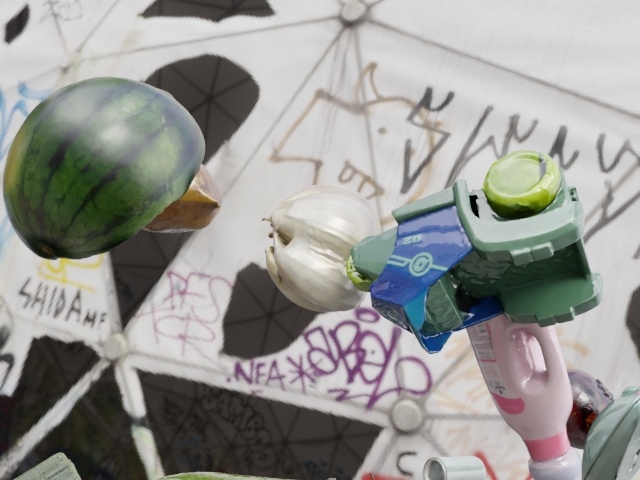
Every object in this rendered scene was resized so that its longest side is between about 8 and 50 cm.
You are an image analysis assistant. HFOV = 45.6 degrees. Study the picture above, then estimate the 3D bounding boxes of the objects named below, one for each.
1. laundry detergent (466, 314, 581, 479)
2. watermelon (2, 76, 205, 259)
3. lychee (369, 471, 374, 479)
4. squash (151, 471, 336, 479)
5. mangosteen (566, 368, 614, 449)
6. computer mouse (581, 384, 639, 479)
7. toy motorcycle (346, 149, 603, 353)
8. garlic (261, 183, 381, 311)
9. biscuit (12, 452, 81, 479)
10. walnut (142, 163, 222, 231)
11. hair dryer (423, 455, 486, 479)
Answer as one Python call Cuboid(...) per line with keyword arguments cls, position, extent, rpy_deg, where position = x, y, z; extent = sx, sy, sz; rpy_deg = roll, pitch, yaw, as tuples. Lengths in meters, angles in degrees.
Cuboid(cls="laundry detergent", position=(0.311, 0.204, 1.158), extent=(0.159, 0.088, 0.335), rpy_deg=(-17, -87, 58))
Cuboid(cls="watermelon", position=(-0.231, -0.094, 0.775), extent=(0.204, 0.232, 0.127), rpy_deg=(24, -24, 38))
Cuboid(cls="lychee", position=(0.167, 0.506, 1.432), extent=(0.101, 0.114, 0.140), rpy_deg=(6, -5, -27))
Cuboid(cls="squash", position=(-0.140, 0.395, 0.801), extent=(0.309, 0.310, 0.310), rpy_deg=(-3, -40, 27))
Cuboid(cls="mangosteen", position=(0.534, 0.374, 1.634), extent=(0.200, 0.200, 0.200), rpy_deg=(19, -30, 12))
Cuboid(cls="computer mouse", position=(0.559, 0.356, 1.422), extent=(0.097, 0.159, 0.288), rpy_deg=(36, -41, 39))
Cuboid(cls="toy motorcycle", position=(0.190, 0.040, 0.995), extent=(0.326, 0.200, 0.191), rpy_deg=(-18, -45, 17))
Cuboid(cls="garlic", position=(0.006, -0.007, 1.223), extent=(0.203, 0.281, 0.184), rpy_deg=(27, -51, -8))
Cuboid(cls="biscuit", position=(-0.603, 0.527, 1.475), extent=(0.038, 0.322, 0.099), rpy_deg=(-38, -96, 42))
Cuboid(cls="walnut", position=(-0.341, -0.112, 1.772), extent=(0.336, 0.209, 0.209), rpy_deg=(12, -31, 43))
Cuboid(cls="hair dryer", position=(0.324, 0.568, 1.618), extent=(0.131, 0.236, 0.073), rpy_deg=(9, -51, -32))
